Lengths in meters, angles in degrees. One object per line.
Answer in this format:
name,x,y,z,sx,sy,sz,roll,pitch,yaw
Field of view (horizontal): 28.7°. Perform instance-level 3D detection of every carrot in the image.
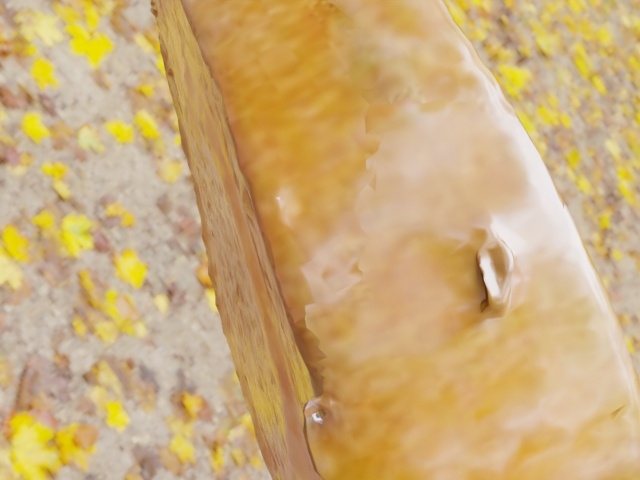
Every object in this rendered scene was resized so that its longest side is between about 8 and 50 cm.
carrot,0.000,0.000,0.454,0.258,0.100,0.307,87,-22,-55
